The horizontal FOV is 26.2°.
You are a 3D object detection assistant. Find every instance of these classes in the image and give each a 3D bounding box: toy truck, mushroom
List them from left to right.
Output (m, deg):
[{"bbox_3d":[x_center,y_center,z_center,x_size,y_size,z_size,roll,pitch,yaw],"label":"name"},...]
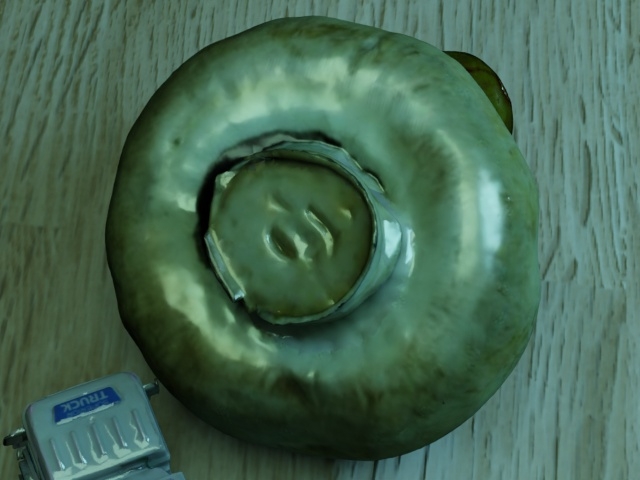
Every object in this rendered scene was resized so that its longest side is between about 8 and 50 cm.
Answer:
[{"bbox_3d":[-0.136,0.225,0.998,0.124,0.155,0.268,-19,65,-16],"label":"toy truck"},{"bbox_3d":[0.000,0.000,1.058,0.352,0.260,0.352,-1,87,16],"label":"mushroom"}]

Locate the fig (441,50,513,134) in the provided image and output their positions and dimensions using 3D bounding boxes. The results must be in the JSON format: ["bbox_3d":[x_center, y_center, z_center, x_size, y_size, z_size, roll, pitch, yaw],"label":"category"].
[{"bbox_3d":[0.054,-0.090,1.220,0.236,0.124,0.124,-17,63,9],"label":"fig"}]
